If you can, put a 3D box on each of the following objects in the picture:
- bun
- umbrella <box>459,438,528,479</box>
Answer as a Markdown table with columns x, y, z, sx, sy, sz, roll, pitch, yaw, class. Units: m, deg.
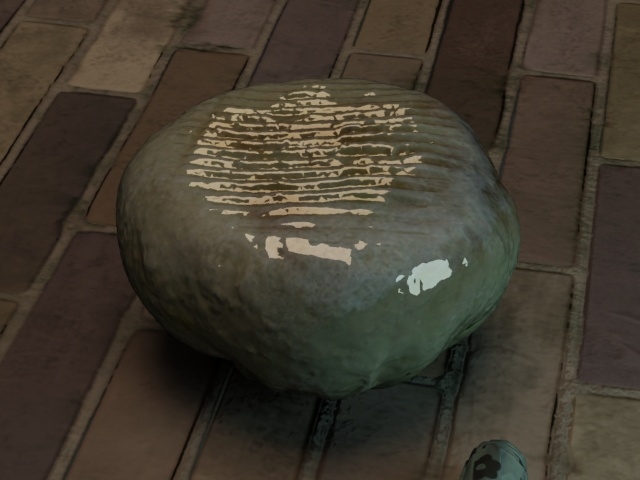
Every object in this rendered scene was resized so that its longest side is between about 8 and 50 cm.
| x | y | z | sx | sy | sz | roll | pitch | yaw | class |
| --- | --- | --- | --- | --- | --- | --- | --- | --- | --- |
| 0.000 | 0.000 | 1.559 | 0.362 | 0.211 | 0.362 | -1 | 35 | 1 | bun |
| 0.111 | 0.238 | 1.345 | 0.053 | 0.052 | 0.250 | 38 | 35 | -7 | umbrella |
